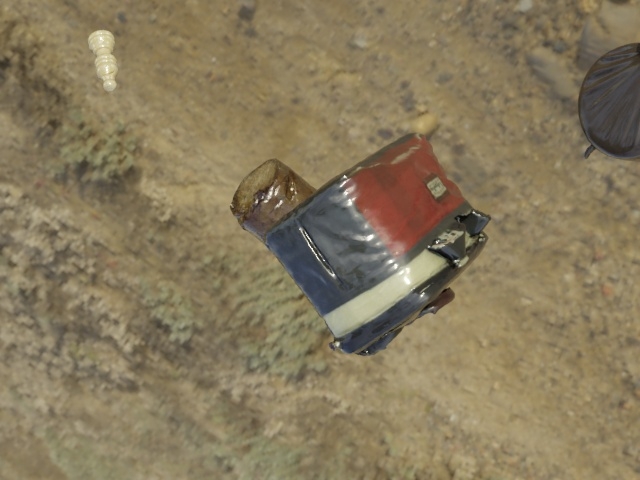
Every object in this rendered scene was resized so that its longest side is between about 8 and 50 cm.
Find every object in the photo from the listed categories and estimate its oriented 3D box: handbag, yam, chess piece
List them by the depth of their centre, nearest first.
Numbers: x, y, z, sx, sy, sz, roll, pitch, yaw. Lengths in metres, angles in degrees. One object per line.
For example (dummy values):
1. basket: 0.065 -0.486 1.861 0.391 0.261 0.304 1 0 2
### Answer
1. handbag: 0.078 0.000 1.081 0.181 0.254 0.181 -35 91 30
2. chess piece: -0.280 -0.231 1.301 0.035 0.092 0.035 -13 147 -8
3. yam: 0.001 -0.001 1.510 0.280 0.131 0.131 36 146 -23

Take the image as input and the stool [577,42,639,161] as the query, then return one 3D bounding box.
1. stool: 0.373 -0.170 1.093 0.125 0.121 0.217 55 130 34
